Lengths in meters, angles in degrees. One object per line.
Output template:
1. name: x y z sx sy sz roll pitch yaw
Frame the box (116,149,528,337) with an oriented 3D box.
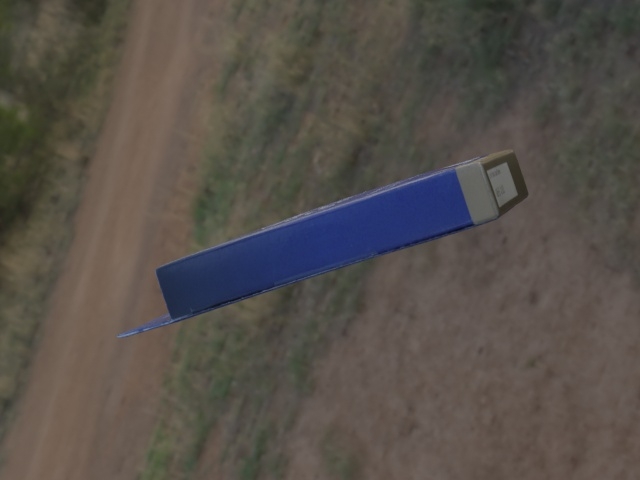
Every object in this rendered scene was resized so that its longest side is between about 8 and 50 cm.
1. box: 0.000 0.000 0.744 0.225 0.036 0.136 -19 1 16
